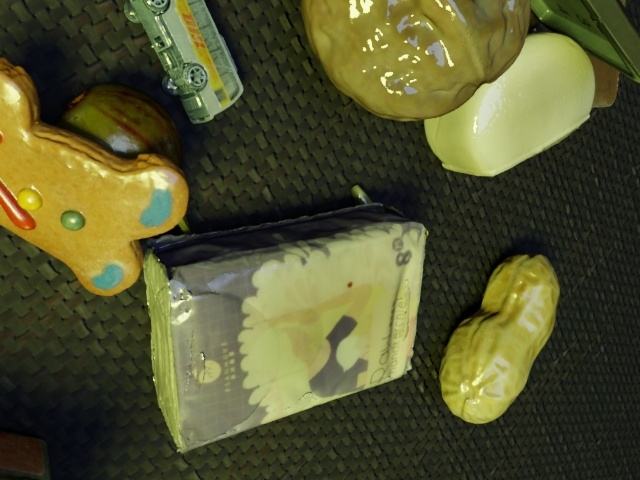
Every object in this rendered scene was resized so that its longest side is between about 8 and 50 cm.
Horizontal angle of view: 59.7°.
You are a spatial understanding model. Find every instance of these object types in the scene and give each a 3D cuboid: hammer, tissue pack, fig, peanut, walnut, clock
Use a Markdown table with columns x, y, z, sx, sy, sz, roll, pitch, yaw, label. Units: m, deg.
| x | y | z | sx | sy | sz | roll | pitch | yaw | label |
| --- | --- | --- | --- | --- | --- | --- | --- | --- | --- |
| 0.000 | 0.000 | 0.780 | 0.195 | 0.028 | 0.060 | -40 | 111 | -16 | hammer |
| -0.034 | 0.094 | 0.704 | 0.344 | 0.125 | 0.242 | -11 | 116 | -29 | tissue pack |
| -0.190 | -0.057 | 0.614 | 0.124 | 0.124 | 0.236 | -39 | 127 | -18 | fig |
| 0.300 | 0.155 | 0.920 | 0.305 | 0.147 | 0.147 | -51 | 119 | -16 | peanut |
| 0.112 | -0.282 | 0.670 | 0.273 | 0.273 | 0.227 | 68 | 30 | -22 | walnut |
| 0.307 | -0.348 | 0.738 | 0.273 | 0.278 | 0.049 | 31 | 114 | -33 | clock |

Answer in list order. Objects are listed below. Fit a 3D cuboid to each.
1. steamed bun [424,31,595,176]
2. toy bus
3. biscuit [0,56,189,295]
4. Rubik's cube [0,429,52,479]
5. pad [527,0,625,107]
| x | y | z | sx | sy | sz | roll | pitch | yaw | label |
| --- | --- | --- | --- | --- | --- | --- | --- | --- | --- |
| 0.273 | -0.214 | 0.822 | 0.242 | 0.146 | 0.164 | -29 | 115 | -17 | steamed bun |
| -0.157 | -0.231 | 0.625 | 0.075 | 0.064 | 0.190 | -40 | 117 | -31 | toy bus |
| -0.299 | -0.062 | 0.513 | 0.324 | 0.049 | 0.205 | 33 | 121 | -14 | biscuit |
| -0.416 | 0.330 | 0.441 | 0.305 | 0.304 | 0.301 | 26 | 85 | -29 | Rubik's cube |
| 0.433 | -0.375 | 0.962 | 0.284 | 0.018 | 0.286 | -8 | 103 | -29 | pad |
